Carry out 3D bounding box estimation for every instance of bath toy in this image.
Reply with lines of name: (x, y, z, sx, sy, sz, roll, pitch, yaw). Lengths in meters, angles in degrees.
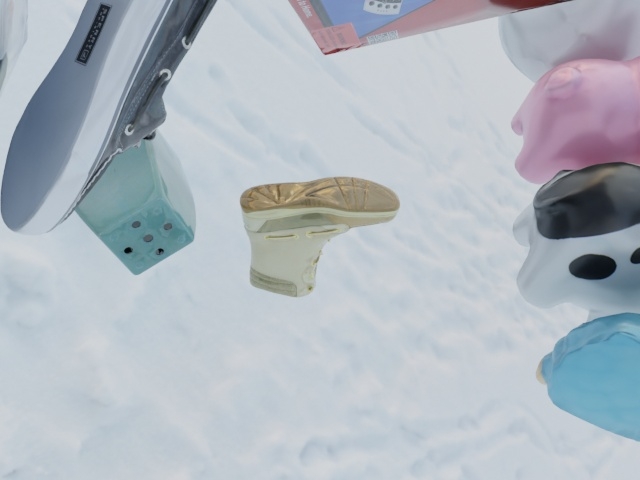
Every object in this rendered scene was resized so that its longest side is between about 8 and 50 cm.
bath toy: (0.196, -0.064, 0.428, 0.152, 0.129, 0.348, 16, 51, -16)

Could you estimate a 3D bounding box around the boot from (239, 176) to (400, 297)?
boot: (0.000, 0.000, 1.238, 0.095, 0.262, 0.203, -99, -173, -50)

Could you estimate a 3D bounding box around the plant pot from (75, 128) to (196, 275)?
plant pot: (-0.292, -0.072, 1.110, 0.234, 0.166, 0.165, 57, -3, 42)

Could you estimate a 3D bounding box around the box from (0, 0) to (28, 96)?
box: (-0.315, -0.152, 0.463, 0.183, 0.296, 0.293, 16, 59, -15)

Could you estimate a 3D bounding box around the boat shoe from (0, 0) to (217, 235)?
boat shoe: (-0.132, -0.101, 0.479, 0.080, 0.228, 0.076, 30, 6, 41)

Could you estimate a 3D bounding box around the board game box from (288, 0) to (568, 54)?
board game box: (0.045, -0.126, 0.248, 0.281, 0.145, 0.027, 3, 76, -80)
